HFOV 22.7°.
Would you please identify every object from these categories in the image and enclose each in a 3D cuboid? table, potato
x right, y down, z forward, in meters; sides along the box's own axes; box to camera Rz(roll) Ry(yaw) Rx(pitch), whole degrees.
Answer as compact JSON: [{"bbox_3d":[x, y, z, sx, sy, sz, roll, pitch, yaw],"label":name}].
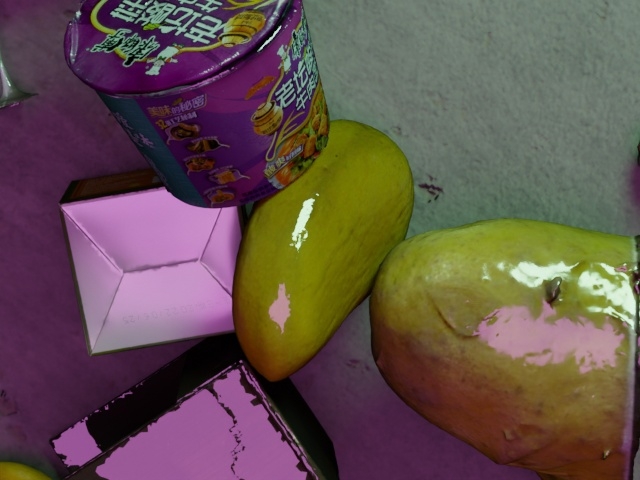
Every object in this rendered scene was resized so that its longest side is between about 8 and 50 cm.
[{"bbox_3d":[-0.147,0.255,1.759,0.282,0.250,0.196,-33,100,3],"label":"table"},{"bbox_3d":[0.205,0.127,1.740,0.296,0.397,0.290,4,61,8],"label":"potato"}]

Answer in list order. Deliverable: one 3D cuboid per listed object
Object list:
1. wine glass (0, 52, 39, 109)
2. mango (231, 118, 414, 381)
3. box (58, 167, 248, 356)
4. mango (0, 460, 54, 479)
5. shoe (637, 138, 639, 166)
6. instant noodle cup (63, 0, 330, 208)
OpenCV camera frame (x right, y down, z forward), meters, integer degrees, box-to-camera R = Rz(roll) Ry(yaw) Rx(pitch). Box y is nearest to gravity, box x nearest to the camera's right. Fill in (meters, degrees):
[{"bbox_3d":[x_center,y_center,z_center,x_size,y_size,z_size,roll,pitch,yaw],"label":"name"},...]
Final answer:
[{"bbox_3d":[-0.379,-0.272,1.754,0.074,0.074,0.262,-16,98,1],"label":"wine glass"},{"bbox_3d":[-0.001,-0.008,1.699,0.142,0.331,0.195,2,121,26],"label":"mango"},{"bbox_3d":[-0.173,0.012,1.768,0.195,0.148,0.177,-10,104,-1],"label":"box"},{"bbox_3d":[-0.334,0.324,1.844,0.115,0.090,0.178,-35,92,27],"label":"mango"},{"bbox_3d":[0.438,-0.052,1.801,0.125,0.099,0.227,-39,94,-4],"label":"shoe"},{"bbox_3d":[-0.109,-0.165,1.621,0.251,0.251,0.190,-22,134,2],"label":"instant noodle cup"}]
